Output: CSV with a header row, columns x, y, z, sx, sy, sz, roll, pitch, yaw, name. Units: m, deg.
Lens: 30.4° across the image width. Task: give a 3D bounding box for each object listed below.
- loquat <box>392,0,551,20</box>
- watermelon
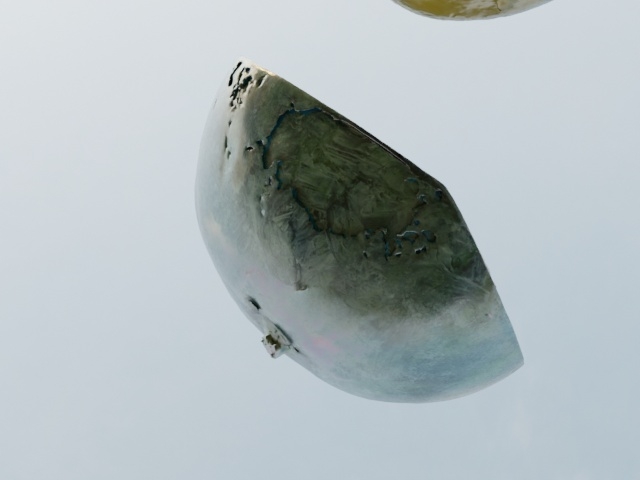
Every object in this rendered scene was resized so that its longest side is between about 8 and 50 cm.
x,y,z,sx,sy,sz,roll,pitch,yaw,name
0.088,-0.199,0.673,0.204,0.172,0.149,-25,-83,-9,loquat
-0.004,0.005,0.868,0.322,0.188,0.175,37,-89,20,watermelon
